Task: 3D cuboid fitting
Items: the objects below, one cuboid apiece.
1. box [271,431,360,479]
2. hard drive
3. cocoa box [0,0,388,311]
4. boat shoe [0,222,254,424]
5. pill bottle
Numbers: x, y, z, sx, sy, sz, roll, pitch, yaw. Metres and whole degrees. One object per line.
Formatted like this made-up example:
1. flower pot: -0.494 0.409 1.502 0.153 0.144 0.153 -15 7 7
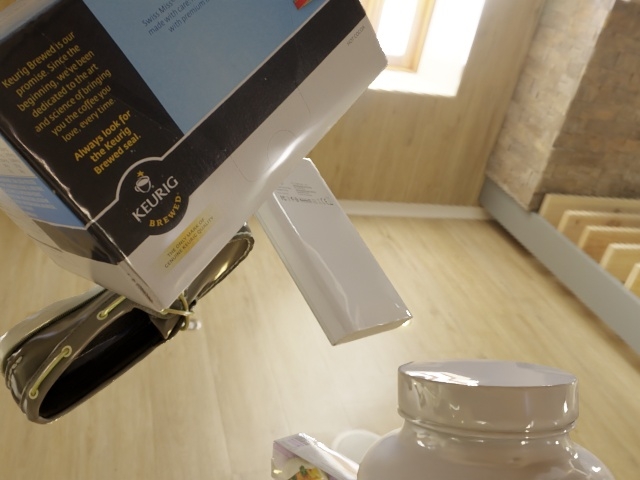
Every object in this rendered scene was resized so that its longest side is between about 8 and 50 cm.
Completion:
1. box: 0.051 0.362 0.870 0.067 0.063 0.324 -3 -171 -43
2. hard drive: 0.000 0.000 0.894 0.203 0.040 0.307 0 -126 -58
3. cocoa box: -0.149 -0.152 0.572 0.232 0.228 0.347 10 -128 46
4. boat shoe: -0.191 0.076 0.664 0.305 0.109 0.091 -35 -122 -15
5. pill bottle: 0.114 0.253 0.431 0.182 0.322 0.181 1 177 0
